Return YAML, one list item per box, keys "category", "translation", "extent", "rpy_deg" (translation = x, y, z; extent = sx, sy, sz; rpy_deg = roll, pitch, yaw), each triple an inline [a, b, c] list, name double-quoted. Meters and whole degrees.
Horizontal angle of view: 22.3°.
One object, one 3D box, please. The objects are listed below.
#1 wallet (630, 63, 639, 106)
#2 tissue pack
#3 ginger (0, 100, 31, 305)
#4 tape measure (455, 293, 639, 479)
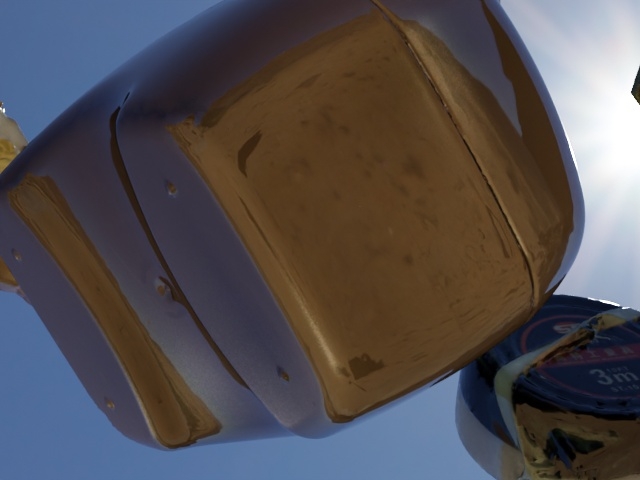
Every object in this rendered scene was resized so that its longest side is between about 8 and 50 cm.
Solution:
- category: "wallet"
  translation: [0.283, -0.131, 1.025]
  extent: [0.160, 0.055, 0.236]
  rpy_deg: [38, -119, -21]
- category: "tissue pack"
  translation: [-0.017, -0.025, 1.044]
  extent: [0.277, 0.387, 0.267]
  rpy_deg: [-32, -83, -29]
- category: "ginger"
  translation: [-0.304, 0.003, 1.349]
  extent: [0.221, 0.130, 0.276]
  rpy_deg: [20, -51, 9]
- category: "tape measure"
  translation: [0.188, 0.117, 1.156]
  extent: [0.182, 0.181, 0.107]
  rpy_deg: [-4, -60, -21]
